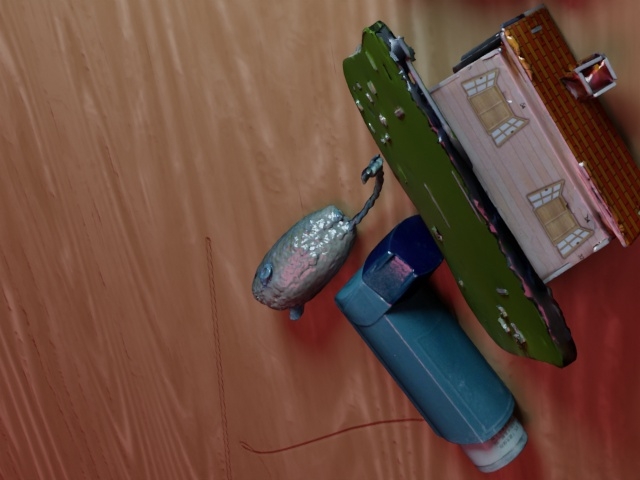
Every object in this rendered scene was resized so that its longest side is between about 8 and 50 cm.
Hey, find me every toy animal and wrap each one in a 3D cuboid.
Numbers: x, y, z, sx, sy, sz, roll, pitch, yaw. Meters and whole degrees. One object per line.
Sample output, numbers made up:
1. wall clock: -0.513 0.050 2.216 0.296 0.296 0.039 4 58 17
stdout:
1. toy animal: 0.008 -0.004 1.006 0.070 0.079 0.253 30 136 -16

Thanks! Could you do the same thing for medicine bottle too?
1. medicine bottle: 0.115 0.105 1.008 0.124 0.079 0.258 -28 102 41

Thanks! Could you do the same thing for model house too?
1. model house: 0.158 -0.065 0.854 0.294 0.154 0.207 60 175 -2
